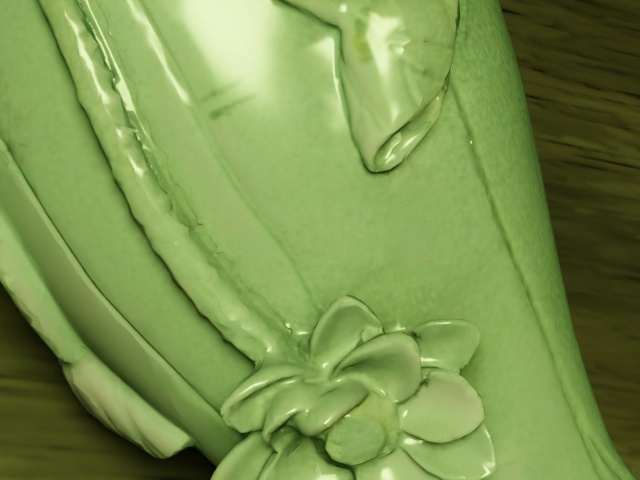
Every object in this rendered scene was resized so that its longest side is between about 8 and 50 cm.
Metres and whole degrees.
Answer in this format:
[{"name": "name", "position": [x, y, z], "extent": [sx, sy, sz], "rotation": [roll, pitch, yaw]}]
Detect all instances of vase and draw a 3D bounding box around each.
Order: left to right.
[{"name": "vase", "position": [0.000, 0.000, 0.619], "extent": [0.250, 0.250, 0.445], "rotation": [-24, 81, -38]}]
